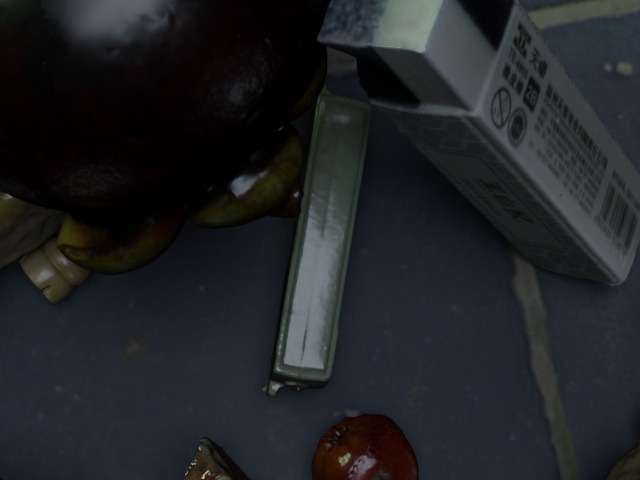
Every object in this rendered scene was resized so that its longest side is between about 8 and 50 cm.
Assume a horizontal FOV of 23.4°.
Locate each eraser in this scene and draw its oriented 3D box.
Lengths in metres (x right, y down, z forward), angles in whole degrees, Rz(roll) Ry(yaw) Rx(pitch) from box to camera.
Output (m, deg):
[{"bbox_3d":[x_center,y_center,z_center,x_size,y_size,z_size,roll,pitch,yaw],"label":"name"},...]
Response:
[{"bbox_3d":[0.139,-0.086,1.177,0.096,0.404,0.098,11,73,35],"label":"eraser"}]

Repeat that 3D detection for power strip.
[{"bbox_3d":[0.000,0.000,1.303,0.052,0.078,0.272,11,78,-4],"label":"power strip"}]

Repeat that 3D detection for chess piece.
[{"bbox_3d":[-0.193,-0.002,1.299,0.122,0.066,0.066,-37,84,-4],"label":"chess piece"}]

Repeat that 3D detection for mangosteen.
[{"bbox_3d":[-0.126,-0.135,1.108,0.307,0.307,0.347,-36,124,-10],"label":"mangosteen"}]

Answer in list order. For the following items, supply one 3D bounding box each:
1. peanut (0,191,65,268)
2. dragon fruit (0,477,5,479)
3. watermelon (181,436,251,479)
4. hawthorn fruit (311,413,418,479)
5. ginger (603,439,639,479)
[{"bbox_3d":[-0.307,-0.001,1.247,0.149,0.149,0.313,34,81,2],"label":"peanut"},{"bbox_3d":[-0.292,0.309,1.179,0.290,0.189,0.291,1,71,-4],"label":"dragon fruit"},{"bbox_3d":[-0.075,0.275,1.211,0.139,0.193,0.257,8,65,-4],"label":"watermelon"},{"bbox_3d":[0.040,0.190,1.275,0.093,0.093,0.093,1,80,-4],"label":"hawthorn fruit"},{"bbox_3d":[0.213,0.271,1.223,0.221,0.130,0.276,28,82,34],"label":"ginger"}]
